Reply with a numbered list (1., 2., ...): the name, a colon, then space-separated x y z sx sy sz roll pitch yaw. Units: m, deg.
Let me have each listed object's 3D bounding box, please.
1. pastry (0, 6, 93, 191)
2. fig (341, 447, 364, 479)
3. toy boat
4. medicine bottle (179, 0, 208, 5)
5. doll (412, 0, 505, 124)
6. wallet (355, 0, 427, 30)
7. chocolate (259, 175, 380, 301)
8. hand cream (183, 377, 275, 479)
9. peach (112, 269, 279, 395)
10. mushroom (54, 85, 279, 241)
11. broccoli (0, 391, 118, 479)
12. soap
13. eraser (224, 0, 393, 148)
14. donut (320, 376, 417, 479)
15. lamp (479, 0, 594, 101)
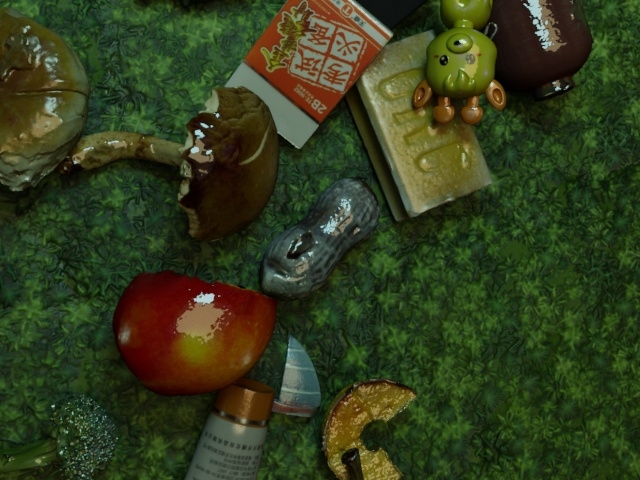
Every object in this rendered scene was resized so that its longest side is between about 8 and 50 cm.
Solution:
1. pastry: -0.441 -0.203 1.000 0.257 0.121 0.235 23 82 3
2. fig: 0.068 0.470 1.082 0.217 0.217 0.320 2 86 -16
3. toy boat: -0.036 0.214 1.158 0.096 0.034 0.122 14 82 -20
4. medicine bottle: -0.194 -0.437 1.119 0.189 0.088 0.132 -16 91 -16
5. doll: 0.217 -0.289 1.136 0.143 0.135 0.220 2 88 12
6. wallet: 0.080 -0.393 1.157 0.250 0.044 0.149 -38 127 11
7. chocolate: 0.000 0.000 1.145 0.248 0.110 0.110 -42 98 -14
8. hand cream: -0.145 0.365 1.094 0.140 0.089 0.314 20 86 -12
9. peach: -0.174 0.113 1.047 0.226 0.196 0.190 -29 137 -7
10. mushroom: -0.198 -0.145 1.066 0.302 0.208 0.233 32 51 -6
11. broccoli: -0.391 0.294 1.025 0.204 0.118 0.122 -17 113 -3
12. soap: 0.157 -0.188 1.205 0.173 0.089 0.274 -24 92 -16
13. eraser: -0.020 -0.277 1.129 0.157 0.038 0.230 39 107 -7
14. donut: 0.067 0.299 1.163 0.146 0.078 0.181 10 91 -14
15. lamp: 0.356 -0.363 1.234 0.180 0.180 0.258 -17 89 -16
